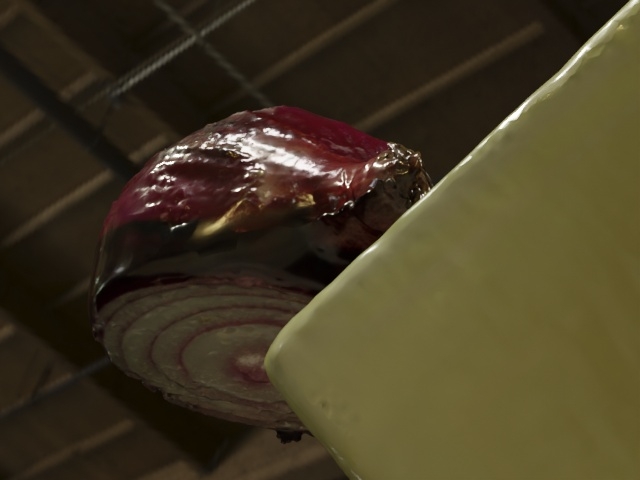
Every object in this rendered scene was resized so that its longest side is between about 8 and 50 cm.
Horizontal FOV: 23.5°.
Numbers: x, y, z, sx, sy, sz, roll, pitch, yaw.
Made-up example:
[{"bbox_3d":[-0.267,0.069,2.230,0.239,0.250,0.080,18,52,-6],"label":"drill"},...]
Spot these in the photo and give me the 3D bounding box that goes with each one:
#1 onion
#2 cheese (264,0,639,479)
[{"bbox_3d":[0.000,0.000,0.746,0.195,0.140,0.218,26,-36,-10],"label":"onion"},{"bbox_3d":[0.157,0.055,0.462,0.242,0.124,0.265,-43,-98,4],"label":"cheese"}]
